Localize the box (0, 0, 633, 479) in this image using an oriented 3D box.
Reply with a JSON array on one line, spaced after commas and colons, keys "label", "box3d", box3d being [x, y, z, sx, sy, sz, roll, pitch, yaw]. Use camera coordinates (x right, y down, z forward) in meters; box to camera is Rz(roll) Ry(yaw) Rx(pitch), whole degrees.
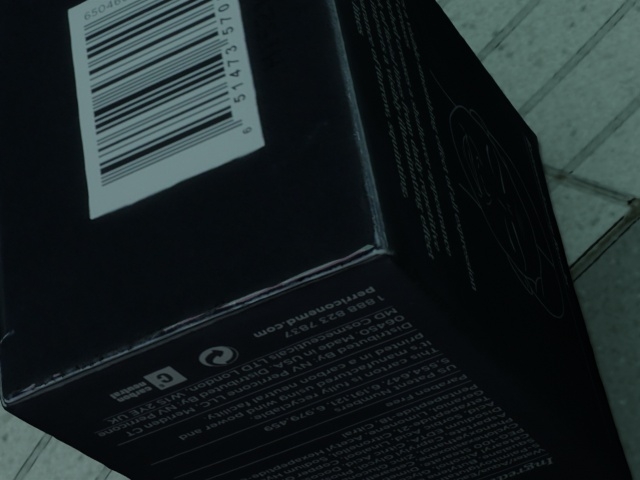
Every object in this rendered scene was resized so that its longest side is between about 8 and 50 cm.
[{"label": "box", "box3d": [0.000, 0.000, 0.944, 0.212, 0.395, 0.293, -23, 56, 18]}]
